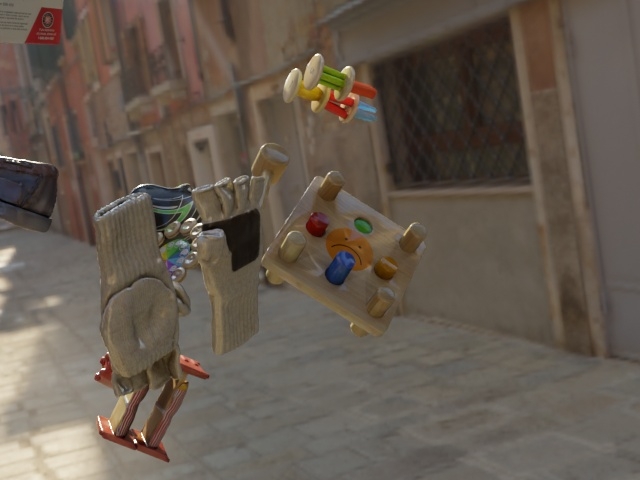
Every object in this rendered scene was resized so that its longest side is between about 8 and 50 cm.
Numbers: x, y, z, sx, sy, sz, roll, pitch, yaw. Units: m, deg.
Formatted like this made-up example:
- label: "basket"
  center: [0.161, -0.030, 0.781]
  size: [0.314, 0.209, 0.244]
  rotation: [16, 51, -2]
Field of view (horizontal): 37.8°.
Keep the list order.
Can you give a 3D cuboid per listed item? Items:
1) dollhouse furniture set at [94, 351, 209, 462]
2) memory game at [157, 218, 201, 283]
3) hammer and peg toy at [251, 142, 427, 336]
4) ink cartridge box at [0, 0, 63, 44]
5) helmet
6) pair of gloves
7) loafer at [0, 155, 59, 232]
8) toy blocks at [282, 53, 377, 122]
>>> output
- label: "dollhouse furniture set"
  center: [-0.382, 0.302, 2.024]
  size: [0.152, 0.201, 0.374]
  rotation: [26, 0, -20]
- label: "memory game"
  center: [-0.277, 0.031, 1.673]
  size: [0.186, 0.012, 0.186]
  rotation: [-23, 38, 20]
- label: "hammer and peg toy"
  center: [0.000, 0.000, 1.701]
  size: [0.127, 0.361, 0.266]
  rotation: [-57, 2, 47]
- label: "ink cartridge box"
  center: [-0.505, -0.459, 1.490]
  size: [0.114, 0.273, 0.197]
  rotation: [13, 14, 17]
- label: "helmet"
  center: [-0.299, -0.031, 1.854]
  size: [0.161, 0.170, 0.169]
  rotation: [3, 5, -4]
- label: "pair of gloves"
  center: [-0.134, 0.043, 0.962]
  size: [0.042, 0.204, 0.240]
  rotation: [11, 18, 34]
- label: "loafer"
  center: [-0.477, -0.099, 1.323]
  size: [0.302, 0.095, 0.109]
  rotation: [23, 0, 31]
- label: "toy blocks"
  center: [0.036, -0.214, 1.371]
  size: [0.148, 0.054, 0.123]
  rotation: [16, -15, -26]
